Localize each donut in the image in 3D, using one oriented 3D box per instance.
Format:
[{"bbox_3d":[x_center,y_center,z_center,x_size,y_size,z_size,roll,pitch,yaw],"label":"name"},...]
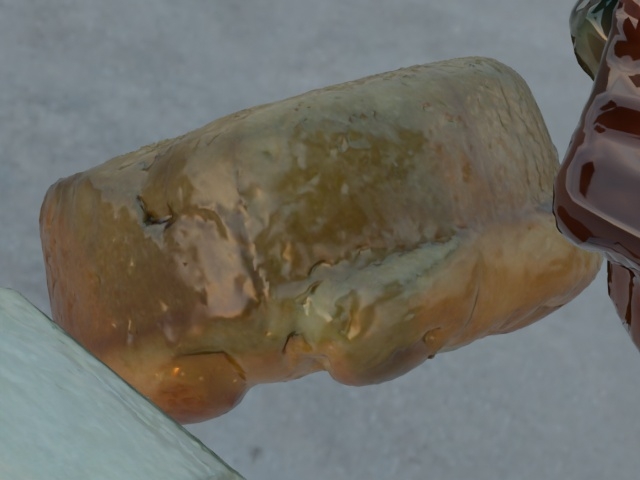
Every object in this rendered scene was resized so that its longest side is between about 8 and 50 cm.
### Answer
[{"bbox_3d":[0.000,0.000,0.967,0.299,0.150,0.317,-17,1,5],"label":"donut"}]

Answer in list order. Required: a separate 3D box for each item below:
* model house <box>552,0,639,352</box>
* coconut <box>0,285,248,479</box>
[{"bbox_3d":[0.123,-0.060,0.391,0.251,0.295,0.329,17,45,20],"label":"model house"},{"bbox_3d":[-0.096,0.125,0.436,0.202,0.202,0.222,-13,40,-41],"label":"coconut"}]
